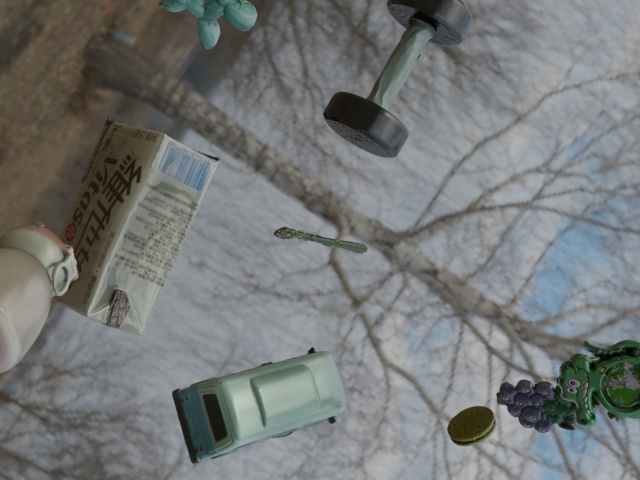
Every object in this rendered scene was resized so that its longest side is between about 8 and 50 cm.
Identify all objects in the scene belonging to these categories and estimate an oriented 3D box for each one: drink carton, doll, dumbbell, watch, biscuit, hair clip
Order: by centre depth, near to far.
[{"bbox_3d":[0.088,-0.197,1.229,0.191,0.100,0.100,-60,-170,-6],"label":"dumbbell"},{"bbox_3d":[0.453,0.211,1.666,0.165,0.131,0.152,-8,-179,13],"label":"watch"},{"bbox_3d":[-0.323,-0.028,1.764,0.194,0.132,0.324,16,-98,49],"label":"drink carton"},{"bbox_3d":[0.253,0.309,1.781,0.084,0.023,0.084,-22,-156,10],"label":"biscuit"},{"bbox_3d":[-0.216,-0.433,1.966,0.159,0.158,0.059,-13,-141,26],"label":"doll"},{"bbox_3d":[0.471,0.350,2.276,0.195,0.124,0.052,3,-153,30],"label":"hair clip"}]

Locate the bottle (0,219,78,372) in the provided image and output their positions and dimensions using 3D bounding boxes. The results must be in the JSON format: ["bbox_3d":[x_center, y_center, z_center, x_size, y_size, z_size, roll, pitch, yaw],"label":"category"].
[{"bbox_3d":[-0.439,0.064,1.513,0.147,0.147,0.236,-49,-170,36],"label":"bottle"}]

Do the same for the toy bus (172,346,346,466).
[{"bbox_3d":[-0.082,0.263,1.750,0.271,0.133,0.165,-11,169,-39],"label":"toy bus"}]

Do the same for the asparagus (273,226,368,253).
[{"bbox_3d":[0.000,0.000,1.700,0.233,0.023,0.022,11,114,-50],"label":"asparagus"}]
